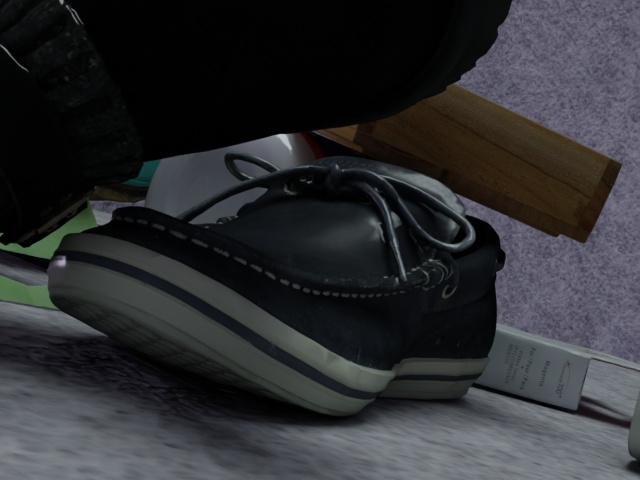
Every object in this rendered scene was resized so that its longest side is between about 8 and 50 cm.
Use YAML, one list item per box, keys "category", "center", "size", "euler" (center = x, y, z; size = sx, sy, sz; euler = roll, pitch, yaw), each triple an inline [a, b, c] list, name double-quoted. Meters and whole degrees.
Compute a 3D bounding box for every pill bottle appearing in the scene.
- category: "pill bottle"
  center: [0.000, 0.000, 1.070]
  size: [0.181, 0.182, 0.323]
  euler: [16, 0, 35]

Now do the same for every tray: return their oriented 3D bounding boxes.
- category: "tray"
  center: [0.064, -0.104, 1.005]
  size: [0.202, 0.076, 0.411]
  euler: [22, 6, -20]

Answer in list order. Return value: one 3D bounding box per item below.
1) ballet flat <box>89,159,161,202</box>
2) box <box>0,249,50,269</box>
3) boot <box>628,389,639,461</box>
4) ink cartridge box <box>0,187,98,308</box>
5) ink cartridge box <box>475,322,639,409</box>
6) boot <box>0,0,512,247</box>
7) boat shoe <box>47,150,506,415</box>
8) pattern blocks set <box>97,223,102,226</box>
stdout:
- category: "ballet flat"
  center: [-0.278, -0.108, 0.949]
  size: [0.123, 0.123, 0.348]
  euler: [16, -3, 44]
- category: "box"
  center: [-0.357, -0.060, 1.073]
  size: [0.216, 0.060, 0.270]
  euler: [24, 0, -28]
- category: "boot"
  center: [0.327, 0.146, 0.829]
  size: [0.176, 0.088, 0.244]
  euler: [18, -2, 33]
- category: "ink cartridge box"
  center: [-0.215, -0.061, 0.796]
  size: [0.171, 0.056, 0.235]
  euler: [15, 36, -47]
- category: "ink cartridge box"
  center: [0.224, 0.127, 1.198]
  size: [0.238, 0.060, 0.275]
  euler: [17, -1, -7]
- category: "boot"
  center: [-0.106, -0.071, 0.505]
  size: [0.260, 0.131, 0.348]
  euler: [-24, 4, -36]
- category: "boat shoe"
  center: [0.004, 0.018, 0.752]
  size: [0.186, 0.156, 0.500]
  euler: [18, 2, 26]
- category: "pattern blocks set"
  center: [-0.269, 0.003, 1.582]
  size: [0.324, 0.026, 0.285]
  euler: [16, 0, -8]
